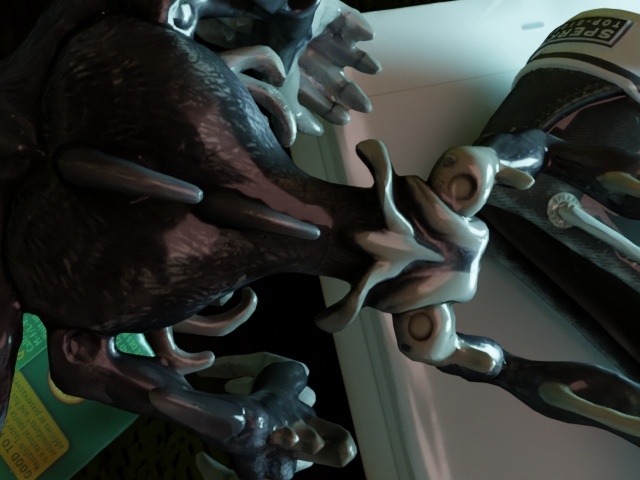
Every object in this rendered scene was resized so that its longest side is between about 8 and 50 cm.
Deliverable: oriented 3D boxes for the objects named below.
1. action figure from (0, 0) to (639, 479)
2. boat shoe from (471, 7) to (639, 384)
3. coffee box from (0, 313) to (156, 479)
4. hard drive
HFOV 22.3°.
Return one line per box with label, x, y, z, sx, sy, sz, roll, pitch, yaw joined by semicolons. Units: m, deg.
action figure;0.000;0.000;0.452;0.276;0.141;0.164;15;85;-5
boat shoe;0.168;0.058;0.572;0.306;0.113;0.105;46;66;-18
coffee box;-0.138;0.052;0.443;0.184;0.040;0.113;-43;108;-33
hard drive;0.101;0.059;0.617;0.203;0.040;0.307;-14;90;-37
